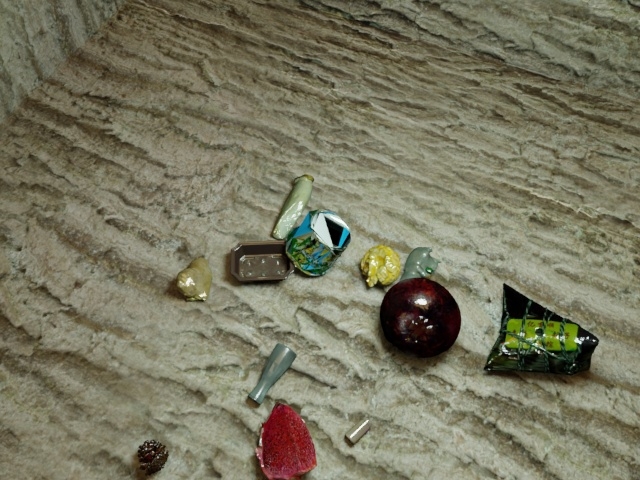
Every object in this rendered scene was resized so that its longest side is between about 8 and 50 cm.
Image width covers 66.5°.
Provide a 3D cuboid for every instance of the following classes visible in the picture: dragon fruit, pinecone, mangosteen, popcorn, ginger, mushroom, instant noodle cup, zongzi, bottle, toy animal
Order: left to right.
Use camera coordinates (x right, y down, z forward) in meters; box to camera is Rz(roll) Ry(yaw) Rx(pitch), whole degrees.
[{"bbox_3d":[-0.540,0.696,1.572,0.102,0.102,0.109,-33,32,-21],"label":"pinecone"},{"bbox_3d":[-0.502,0.132,1.906,0.115,0.122,0.193,-12,52,13],"label":"ginger"},{"bbox_3d":[-0.117,0.680,1.596,0.161,0.126,0.274,-39,40,12],"label":"dragon fruit"},{"bbox_3d":[-0.112,-0.151,2.110,0.087,0.107,0.333,41,54,-27],"label":"mushroom"},{"bbox_3d":[0.000,0.000,1.930,0.240,0.178,0.240,19,51,-24],"label":"instant noodle cup"},{"bbox_3d":[0.131,0.648,1.664,0.096,0.045,0.045,-34,66,-24],"label":"bottle"},{"bbox_3d":[0.237,0.102,1.944,0.170,0.180,0.179,-2,56,-29],"label":"popcorn"},{"bbox_3d":[0.369,0.145,1.962,0.125,0.127,0.251,39,77,4],"label":"toy animal"},{"bbox_3d":[0.358,0.274,1.783,0.298,0.293,0.296,-2,102,-9],"label":"mangosteen"},{"bbox_3d":[0.804,0.320,1.811,0.384,0.319,0.361,-1,59,18],"label":"zongzi"}]

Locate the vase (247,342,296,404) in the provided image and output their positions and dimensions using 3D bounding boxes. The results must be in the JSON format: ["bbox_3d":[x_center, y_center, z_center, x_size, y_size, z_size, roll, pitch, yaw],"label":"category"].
[{"bbox_3d":[-0.175,0.476,1.734,0.086,0.086,0.214,28,66,13],"label":"vase"}]

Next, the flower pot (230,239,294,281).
[{"bbox_3d":[-0.231,0.097,1.958,0.251,0.084,0.178,-2,59,-4],"label":"flower pot"}]
